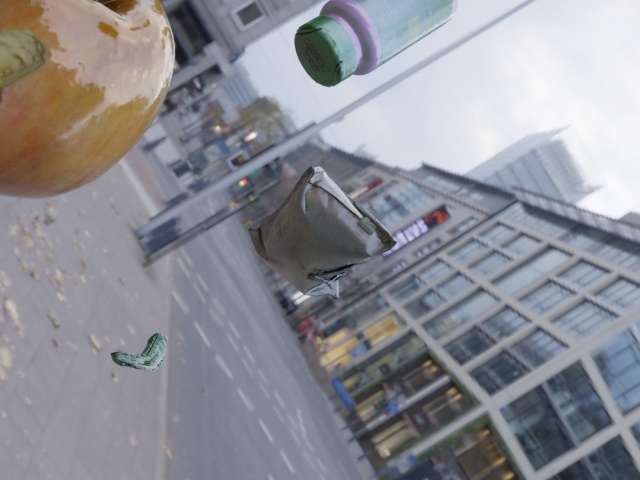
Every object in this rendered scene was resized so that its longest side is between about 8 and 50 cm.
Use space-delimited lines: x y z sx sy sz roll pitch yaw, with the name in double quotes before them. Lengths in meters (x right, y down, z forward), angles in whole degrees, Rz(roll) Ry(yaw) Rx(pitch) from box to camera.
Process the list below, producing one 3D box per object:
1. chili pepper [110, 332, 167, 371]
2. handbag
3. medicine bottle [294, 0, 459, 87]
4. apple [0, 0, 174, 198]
"chili pepper" -0.277 0.183 1.351 0.055 0.035 0.118 50 30 10
"handbag" 0.000 0.000 1.269 0.182 0.117 0.270 39 -30 -5
"medicine bottle" 0.089 -0.354 1.393 0.133 0.274 0.133 38 -31 28
"apple" -0.269 -0.167 0.806 0.242 0.241 0.242 40 28 -27
